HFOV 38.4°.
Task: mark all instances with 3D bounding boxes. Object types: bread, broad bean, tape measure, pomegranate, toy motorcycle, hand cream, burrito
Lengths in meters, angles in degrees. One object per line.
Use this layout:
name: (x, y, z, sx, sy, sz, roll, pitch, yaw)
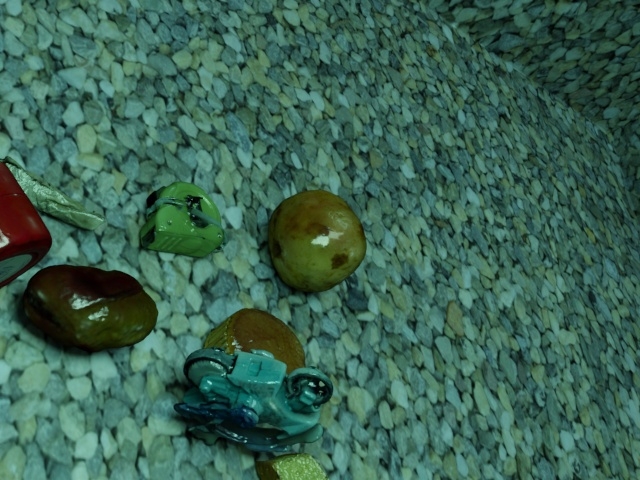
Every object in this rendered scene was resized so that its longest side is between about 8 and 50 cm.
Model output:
bread: (-0.032, 0.454, 1.648, 0.103, 0.065, 0.187, -26, 79, -47)
broad bean: (-0.378, 0.110, 1.524, 0.229, 0.122, 0.156, 14, 25, -46)
bread: (-0.115, 0.220, 1.716, 0.199, 0.104, 0.199, 29, 40, -28)
tape measure: (-0.264, -0.042, 1.793, 0.178, 0.087, 0.154, 15, 49, -41)
pomegranate: (0.000, 0.000, 1.927, 0.215, 0.215, 0.215, 27, 43, -29)
toy motorcycle: (-0.113, 0.274, 1.570, 0.260, 0.206, 0.154, 11, 37, 4)
hand cream: (-0.529, -0.001, 1.375, 0.149, 0.230, 0.230, 57, 37, 3)
burrito: (-0.488, -0.082, 1.622, 0.230, 0.058, 0.063, 28, 48, -25)
